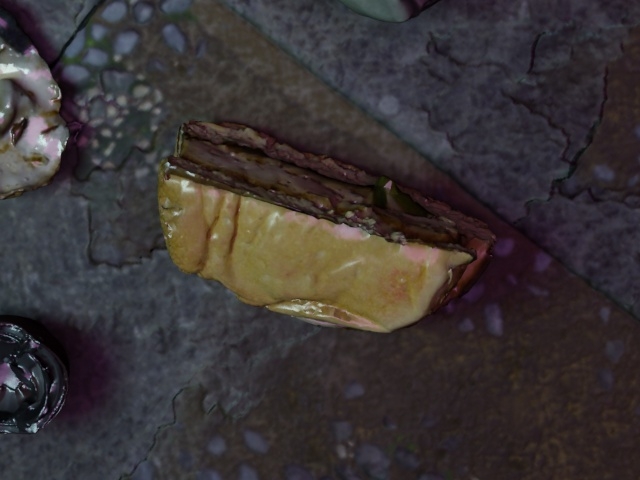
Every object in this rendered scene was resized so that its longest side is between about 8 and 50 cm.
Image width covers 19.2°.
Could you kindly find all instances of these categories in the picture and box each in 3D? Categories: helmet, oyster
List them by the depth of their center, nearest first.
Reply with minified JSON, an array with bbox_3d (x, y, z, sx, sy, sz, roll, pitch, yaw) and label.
[{"bbox_3d":[-0.318,-0.175,1.441,0.128,0.078,0.345,-40,97,-16],"label":"oyster"},{"bbox_3d":[-0.255,0.100,1.483,0.123,0.070,0.098,5,108,1],"label":"helmet"}]

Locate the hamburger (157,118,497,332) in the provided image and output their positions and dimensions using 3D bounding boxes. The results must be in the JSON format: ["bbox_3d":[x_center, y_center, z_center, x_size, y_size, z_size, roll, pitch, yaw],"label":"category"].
[{"bbox_3d":[0.000,0.000,1.458,0.262,0.124,0.131,18,117,0],"label":"hamburger"}]

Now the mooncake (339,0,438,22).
[{"bbox_3d":[0.045,-0.303,1.394,0.250,0.136,0.254,41,96,-4],"label":"mooncake"}]
